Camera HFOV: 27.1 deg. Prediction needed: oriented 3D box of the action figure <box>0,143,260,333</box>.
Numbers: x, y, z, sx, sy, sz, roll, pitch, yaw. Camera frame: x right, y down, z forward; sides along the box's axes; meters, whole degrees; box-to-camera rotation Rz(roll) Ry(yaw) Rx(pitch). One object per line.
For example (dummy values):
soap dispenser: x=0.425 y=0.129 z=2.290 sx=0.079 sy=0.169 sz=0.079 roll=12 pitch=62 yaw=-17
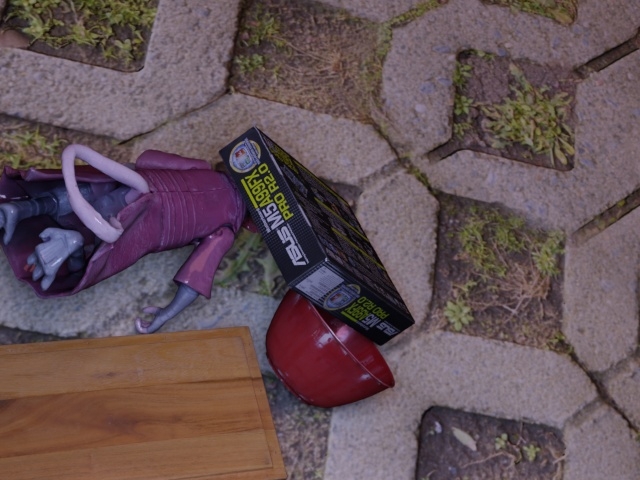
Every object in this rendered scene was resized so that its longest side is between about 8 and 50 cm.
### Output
action figure: x=-0.204 y=-0.049 z=1.585 sx=0.370 sy=0.276 sz=0.248 roll=-8 pitch=63 yaw=-38

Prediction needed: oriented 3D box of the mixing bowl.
mixing bowl: x=-0.002 y=0.139 z=1.639 sx=0.181 sy=0.098 sz=0.181 roll=48 pitch=9 yaw=-11

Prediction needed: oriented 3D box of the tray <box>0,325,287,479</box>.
tray: x=-0.259 y=0.214 z=1.521 sx=0.411 sy=0.076 sz=0.203 roll=-4 pitch=60 yaw=-24

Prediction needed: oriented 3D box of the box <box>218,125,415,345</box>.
box: x=0.000 y=0.000 z=1.656 sx=0.270 sy=0.060 sz=0.216 roll=36 pitch=21 yaw=-58
